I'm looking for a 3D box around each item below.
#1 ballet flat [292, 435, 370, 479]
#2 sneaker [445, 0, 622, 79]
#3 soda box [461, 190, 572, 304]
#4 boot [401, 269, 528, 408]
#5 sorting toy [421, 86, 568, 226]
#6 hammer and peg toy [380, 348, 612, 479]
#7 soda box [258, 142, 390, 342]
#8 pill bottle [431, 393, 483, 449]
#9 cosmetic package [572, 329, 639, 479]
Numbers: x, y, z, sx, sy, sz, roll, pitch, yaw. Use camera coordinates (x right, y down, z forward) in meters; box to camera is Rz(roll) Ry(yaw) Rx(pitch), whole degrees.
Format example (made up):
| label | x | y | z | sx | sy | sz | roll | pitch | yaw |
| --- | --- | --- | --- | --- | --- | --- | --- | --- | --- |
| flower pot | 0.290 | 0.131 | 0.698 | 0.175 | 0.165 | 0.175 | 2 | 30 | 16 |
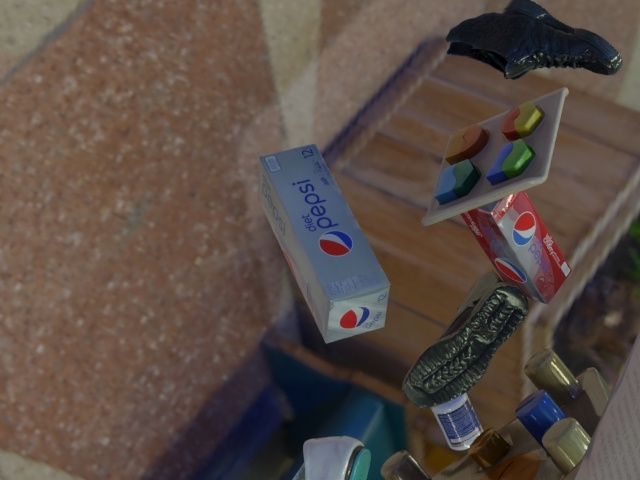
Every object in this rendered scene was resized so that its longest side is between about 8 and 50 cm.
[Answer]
| label | x | y | z | sx | sy | sz | roll | pitch | yaw |
| --- | --- | --- | --- | --- | --- | --- | --- | --- | --- |
| ballet flat | -0.019 | 0.527 | 2.277 | 0.139 | 0.139 | 0.400 | 27 | 75 | -63 |
| sneaker | 0.223 | -0.197 | 1.394 | 0.089 | 0.170 | 0.051 | -51 | 159 | -12 |
| soda box | 0.329 | -0.007 | 2.262 | 0.083 | 0.092 | 0.263 | -51 | 132 | -16 |
| boot | 0.183 | 0.127 | 1.726 | 0.198 | 0.077 | 0.137 | -42 | -170 | 5 |
| sorting toy | 0.230 | -0.117 | 1.774 | 0.038 | 0.193 | 0.208 | 49 | 42 | -23 |
| hammer and peg toy | 0.178 | 0.248 | 1.190 | 0.266 | 0.127 | 0.361 | -38 | -171 | 11 |
| soda box | 0.000 | 0.000 | 1.857 | 0.091 | 0.286 | 0.098 | -15 | 142 | -16 |
| pill bottle | 0.229 | 0.295 | 2.283 | 0.067 | 0.067 | 0.120 | -41 | 114 | -38 |
| cosmetic package | 0.265 | 0.229 | 0.823 | 0.161 | 0.230 | 0.453 | -81 | -170 | -68 |
